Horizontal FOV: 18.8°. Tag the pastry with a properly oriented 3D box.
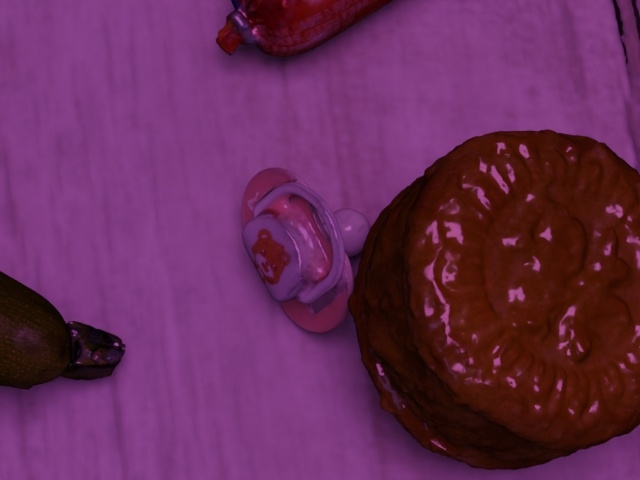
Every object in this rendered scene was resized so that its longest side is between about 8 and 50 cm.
[{"bbox_3d":[0.112,0.032,1.056,0.188,0.103,0.189,8,73,-26],"label":"pastry"}]

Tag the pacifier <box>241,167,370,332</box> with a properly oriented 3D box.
[{"bbox_3d":[0.000,0.000,1.096,0.078,0.081,0.099,-17,74,-41],"label":"pacifier"}]

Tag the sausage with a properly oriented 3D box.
[{"bbox_3d":[0.052,-0.189,1.155,0.274,0.074,0.074,-33,80,-16],"label":"sausage"}]

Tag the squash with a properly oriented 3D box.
[{"bbox_3d":[-0.253,0.014,1.022,0.318,0.080,0.071,20,102,-11],"label":"squash"}]
